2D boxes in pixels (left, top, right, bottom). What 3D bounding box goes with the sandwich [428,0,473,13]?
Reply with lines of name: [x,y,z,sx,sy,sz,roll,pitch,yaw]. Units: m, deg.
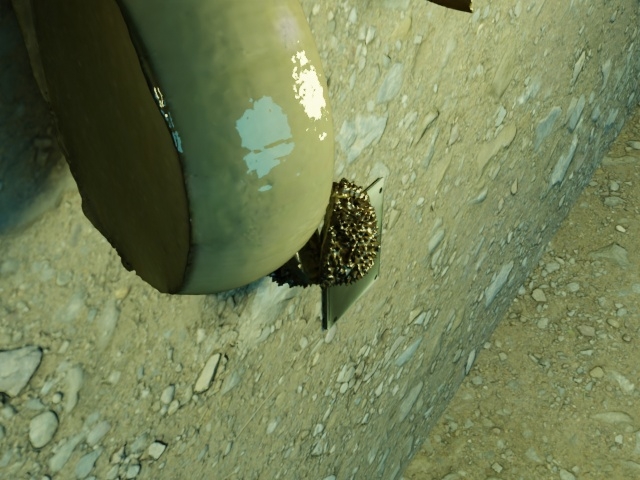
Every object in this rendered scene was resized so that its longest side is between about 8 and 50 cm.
sandwich: [0.190,-0.454,1.104,0.108,0.186,0.220,-43,145,-38]

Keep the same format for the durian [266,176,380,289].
durian: [0.000,0.000,1.161,0.196,0.196,0.167,69,34,-55]

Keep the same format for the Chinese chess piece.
Chinese chess piece: [-0.129,-0.117,0.661,0.140,0.338,0.338,-26,137,-28]

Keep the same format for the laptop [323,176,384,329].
laptop: [0.065,0.028,1.481,0.187,0.015,0.269,-42,146,-37]
